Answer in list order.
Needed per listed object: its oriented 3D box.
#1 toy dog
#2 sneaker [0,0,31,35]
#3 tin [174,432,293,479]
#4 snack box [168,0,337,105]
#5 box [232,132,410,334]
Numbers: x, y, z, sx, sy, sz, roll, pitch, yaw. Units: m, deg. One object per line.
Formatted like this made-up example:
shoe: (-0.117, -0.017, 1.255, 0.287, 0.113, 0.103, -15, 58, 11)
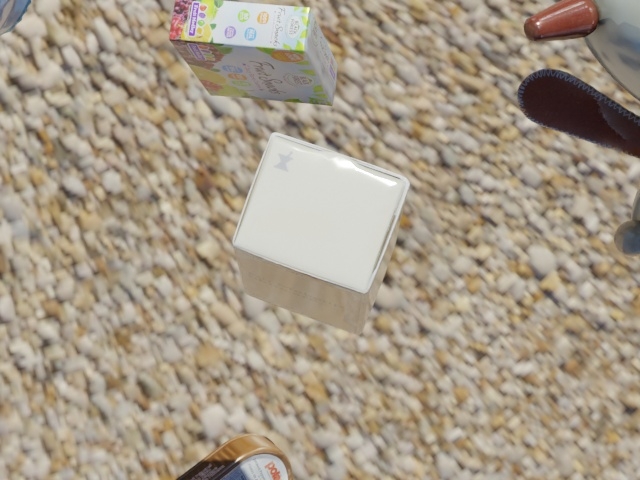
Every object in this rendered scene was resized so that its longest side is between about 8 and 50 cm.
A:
toy dog: (0.210, -0.090, 1.141, 0.161, 0.220, 0.334, -28, 119, -14)
sneaker: (-0.222, -0.220, 1.064, 0.092, 0.087, 0.229, -20, 141, -32)
tin: (-0.110, 0.280, 1.800, 0.189, 0.040, 0.106, -37, 133, -18)
snack box: (-0.046, -0.138, 1.281, 0.100, 0.141, 0.037, 5, 80, 10)
box: (0.000, 0.000, 1.768, 0.148, 0.311, 0.121, 20, 80, 5)
